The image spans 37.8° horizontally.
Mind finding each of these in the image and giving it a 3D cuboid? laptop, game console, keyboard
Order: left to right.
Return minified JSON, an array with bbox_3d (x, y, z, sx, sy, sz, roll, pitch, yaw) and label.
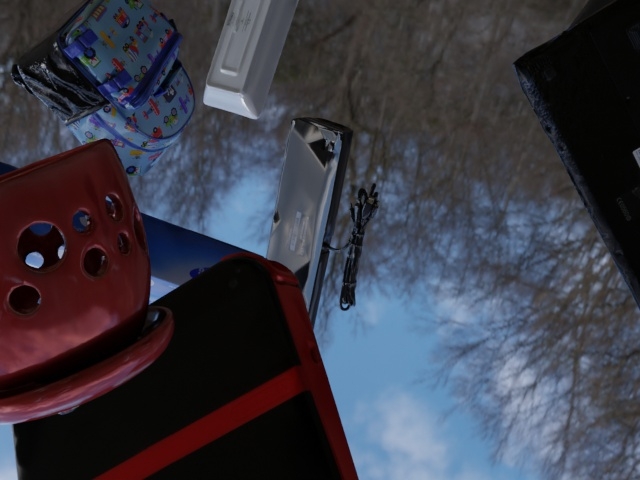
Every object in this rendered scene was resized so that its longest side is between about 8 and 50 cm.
[{"bbox_3d":[-0.157,0.222,0.965,0.387,0.060,0.341,-31,-124,17],"label":"game console"},{"bbox_3d":[0.000,0.000,1.264,0.033,0.317,0.202,-3,-159,-40],"label":"keyboard"},{"bbox_3d":[0.302,-0.118,0.752,0.264,0.234,0.136,-31,-164,4],"label":"laptop"}]

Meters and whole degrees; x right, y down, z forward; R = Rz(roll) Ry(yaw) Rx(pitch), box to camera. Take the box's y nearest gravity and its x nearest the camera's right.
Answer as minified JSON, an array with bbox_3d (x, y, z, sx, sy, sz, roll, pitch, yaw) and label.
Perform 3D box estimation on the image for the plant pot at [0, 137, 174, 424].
[{"bbox_3d":[-0.218,0.034,0.708,0.191,0.174,0.191,-18,-169,4],"label":"plant pot"}]

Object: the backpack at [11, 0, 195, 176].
[{"bbox_3d":[-0.199,-0.161,0.956,0.117,0.173,0.158,-22,-152,35],"label":"backpack"}]

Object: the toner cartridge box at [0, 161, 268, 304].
[{"bbox_3d":[-0.258,0.013,1.165,0.348,0.165,0.075,21,-109,-23],"label":"toner cartridge box"}]

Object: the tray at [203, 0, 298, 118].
[{"bbox_3d":[-0.102,-0.323,1.384,0.030,0.270,0.145,15,-175,-44],"label":"tray"}]

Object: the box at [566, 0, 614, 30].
[{"bbox_3d":[0.542,-0.212,1.409,0.296,0.294,0.182,19,-121,34],"label":"box"}]
